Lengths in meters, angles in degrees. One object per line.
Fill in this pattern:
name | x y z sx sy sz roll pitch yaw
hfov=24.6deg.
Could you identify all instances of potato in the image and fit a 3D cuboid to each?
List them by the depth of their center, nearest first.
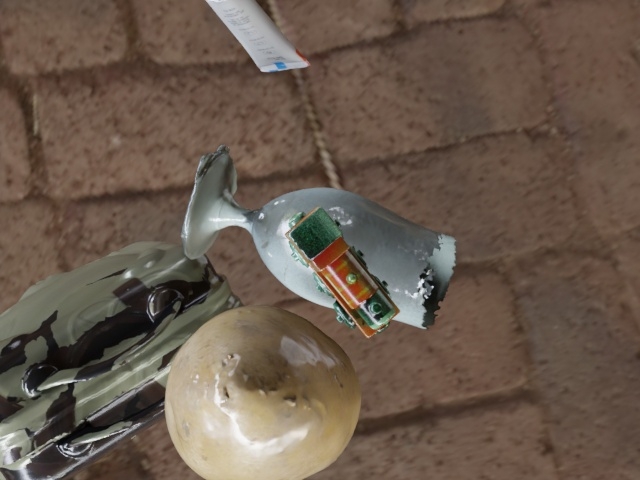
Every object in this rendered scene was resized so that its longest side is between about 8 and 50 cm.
potato | -0.034 0.098 0.882 0.147 0.112 0.112 9 68 -54

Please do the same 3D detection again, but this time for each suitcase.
suitcase | -0.257 0.129 1.674 0.351 0.339 0.194 -32 104 -20

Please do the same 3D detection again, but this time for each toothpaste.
toothpaste | -0.061 -0.184 1.233 0.048 0.190 0.031 -6 71 17

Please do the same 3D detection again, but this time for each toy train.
toy train | 0.016 0.022 1.018 0.044 0.064 0.103 -39 95 -6

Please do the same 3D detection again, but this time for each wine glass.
wine glass | 0.000 0.000 1.228 0.222 0.103 0.103 19 68 13
